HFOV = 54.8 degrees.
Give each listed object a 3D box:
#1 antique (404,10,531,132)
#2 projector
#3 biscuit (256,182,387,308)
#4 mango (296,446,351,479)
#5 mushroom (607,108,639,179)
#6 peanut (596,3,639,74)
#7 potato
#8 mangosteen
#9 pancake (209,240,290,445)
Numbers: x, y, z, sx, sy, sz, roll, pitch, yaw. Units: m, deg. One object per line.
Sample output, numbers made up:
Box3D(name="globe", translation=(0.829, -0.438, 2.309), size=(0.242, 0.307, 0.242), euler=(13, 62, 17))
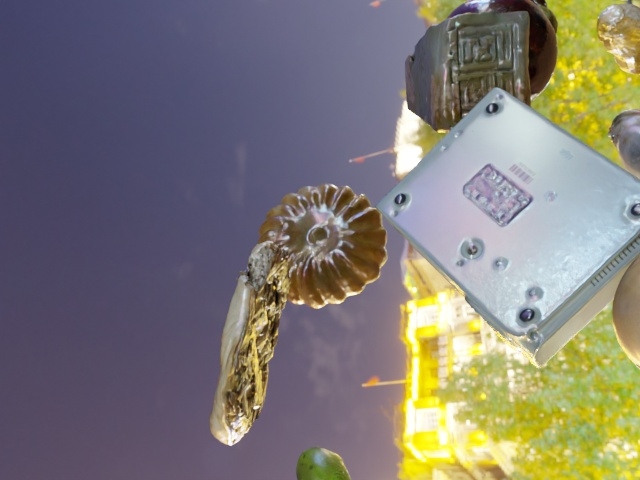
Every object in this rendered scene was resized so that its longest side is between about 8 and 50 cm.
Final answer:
Box3D(name="antique", translation=(0.201, -0.237, 0.905), size=(0.284, 0.125, 0.150), euler=(-99, 6, -78))
Box3D(name="projector", translation=(0.210, -0.021, 0.669), size=(0.250, 0.198, 0.108), euler=(49, -174, 33))
Box3D(name="biscuit", translation=(0.000, 0.000, 1.484), size=(0.107, 0.326, 0.325), euler=(72, -162, -63))
Box3D(name="mango", translation=(0.016, 0.505, 1.288), size=(0.119, 0.100, 0.178), euler=(42, 179, -34))
Box3D(name="mushroom", translation=(0.723, -0.180, 1.249), size=(0.126, 0.397, 0.177), euler=(17, -84, -18))
Box3D(name="peanut", translation=(0.591, -0.386, 1.181), size=(0.207, 0.087, 0.087), euler=(19, -118, -44))
Box3D(name="potato", translation=(0.302, 0.056, 0.512), size=(0.112, 0.112, 0.146), euler=(-44, -34, -59))
Box3D(name="mangosteen", translation=(0.451, -0.492, 1.573), size=(0.306, 0.306, 0.359), euler=(54, -130, -38))
Box3D(name="pancake", translation=(-0.127, 0.178, 1.156), size=(0.382, 0.071, 0.381), euler=(10, -90, -85))
